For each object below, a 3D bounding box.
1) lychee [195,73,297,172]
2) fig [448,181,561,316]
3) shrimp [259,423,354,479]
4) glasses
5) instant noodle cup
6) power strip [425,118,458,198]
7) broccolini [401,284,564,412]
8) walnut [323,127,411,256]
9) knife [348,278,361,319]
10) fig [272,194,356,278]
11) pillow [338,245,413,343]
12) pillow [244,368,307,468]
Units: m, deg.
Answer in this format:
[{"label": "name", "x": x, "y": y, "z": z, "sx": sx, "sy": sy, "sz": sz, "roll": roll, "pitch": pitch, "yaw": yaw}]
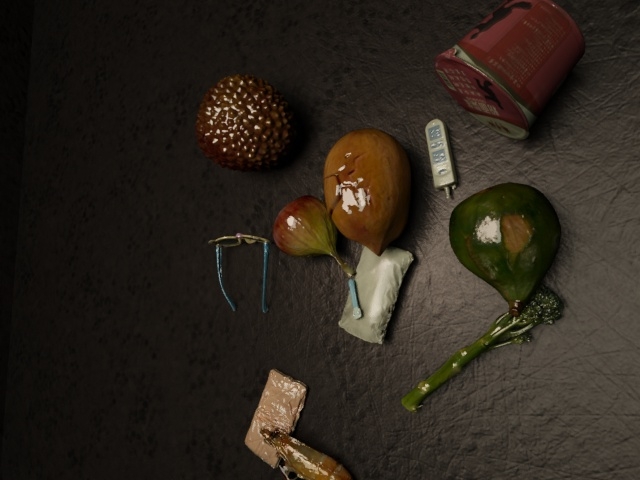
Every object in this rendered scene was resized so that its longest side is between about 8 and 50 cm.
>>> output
[{"label": "lychee", "x": -0.190, "y": -0.296, "z": 1.211, "sx": 0.267, "sy": 0.267, "sz": 0.268, "roll": -5, "pitch": 81, "yaw": 33}, {"label": "fig", "x": 0.346, "y": 0.015, "z": 0.857, "sx": 0.195, "sy": 0.195, "sz": 0.245, "roll": -11, "pitch": 89, "yaw": 32}, {"label": "shrimp", "x": -0.040, "y": 0.558, "z": 1.093, "sx": 0.287, "sy": 0.063, "sz": 0.152, "roll": 26, "pitch": 104, "yaw": 23}, {"label": "glasses", "x": -0.205, "y": 0.085, "z": 1.290, "sx": 0.189, "sy": 0.088, "sz": 0.221, "roll": -5, "pitch": 101, "yaw": 32}, {"label": "instant noodle cup", "x": 0.362, "y": -0.333, "z": 0.871, "sx": 0.178, "sy": 0.235, "sz": 0.235, "roll": -47, "pitch": 61, "yaw": 8}, {"label": "power strip", "x": 0.268, "y": -0.184, "z": 1.018, "sx": 0.047, "sy": 0.030, "sz": 0.191, "roll": -15, "pitch": 75, "yaw": 32}, {"label": "broccolini", "x": 0.320, "y": 0.235, "z": 0.922, "sx": 0.074, "sy": 0.079, "sz": 0.392, "roll": 49, "pitch": 117, "yaw": 17}, {"label": "walnut", "x": 0.104, "y": -0.109, "z": 1.017, "sx": 0.203, "sy": 0.203, "sz": 0.298, "roll": -19, "pitch": 66, "yaw": 30}, {"label": "knife", "x": 0.079, "y": 0.134, "z": 1.057, "sx": 0.027, "sy": 0.010, "sz": 0.096, "roll": -38, "pitch": 54, "yaw": 47}, {"label": "fig", "x": -0.004, "y": -0.006, "z": 1.128, "sx": 0.230, "sy": 0.143, "sz": 0.160, "roll": 34, "pitch": 100, "yaw": -4}, {"label": "pillow", "x": 0.124, "y": 0.118, "z": 1.059, "sx": 0.128, "sy": 0.051, "sz": 0.229, "roll": 21, "pitch": 95, "yaw": 35}, {"label": "pillow", "x": -0.118, "y": 0.457, "z": 1.181, "sx": 0.126, "sy": 0.043, "sz": 0.233, "roll": 23, "pitch": 94, "yaw": 28}]
